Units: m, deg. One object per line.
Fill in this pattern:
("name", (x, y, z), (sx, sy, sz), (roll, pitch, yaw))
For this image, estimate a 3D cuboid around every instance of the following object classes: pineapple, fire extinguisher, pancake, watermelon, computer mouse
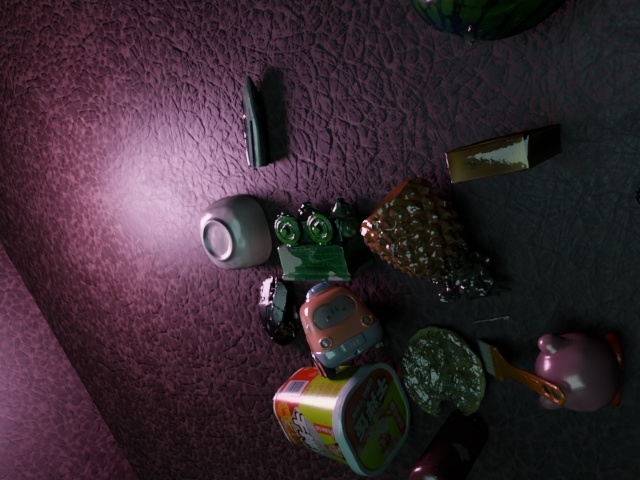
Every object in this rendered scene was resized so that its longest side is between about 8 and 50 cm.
("pineapple", (0.273, 0.028, 1.285), (0.357, 0.223, 0.223), (43, 127, -1))
("fire extinguisher", (0.309, 0.546, 1.343), (0.135, 0.337, 0.115), (9, 112, 34))
("pancake", (0.315, 0.341, 1.442), (0.253, 0.037, 0.254), (11, 106, 40))
("watermelon", (0.305, -0.528, 0.966), (0.362, 0.363, 0.364), (13, 114, 32))
("computer mouse", (-0.137, 0.226, 1.723), (0.146, 0.077, 0.242), (8, 111, 32))

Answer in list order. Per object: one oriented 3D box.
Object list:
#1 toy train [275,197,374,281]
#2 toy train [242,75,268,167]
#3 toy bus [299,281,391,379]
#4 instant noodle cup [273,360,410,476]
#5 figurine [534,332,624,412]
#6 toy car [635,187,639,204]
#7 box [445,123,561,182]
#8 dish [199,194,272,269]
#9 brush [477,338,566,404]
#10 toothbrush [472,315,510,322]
("toy train", (0.000, 0.000, 1.499), (0.265, 0.145, 0.202), (-3, 108, 37))
("toy train", (-0.183, -0.334, 1.567), (0.048, 0.055, 0.252), (10, 112, 34))
("toy bus", (0.044, 0.223, 1.475), (0.232, 0.194, 0.288), (63, 171, 10))
("instant noodle cup", (0.047, 0.482, 1.573), (0.307, 0.293, 0.294), (-7, 102, 46))
("figurine", (0.546, 0.281, 1.184), (0.173, 0.173, 0.174), (13, 114, 32))
("toy car", (0.668, -0.044, 1.045), (0.071, 0.062, 0.165), (-34, 85, 40))
("box", (0.370, -0.175, 1.101), (0.159, 0.240, 0.071), (-5, 101, 37))
("dish", (-0.279, -0.015, 1.714), (0.256, 0.117, 0.257), (13, 113, 33))
("brush", (0.442, 0.300, 1.243), (0.314, 0.017, 0.090), (-162, 55, -74))
("toothbrush", (0.415, 0.194, 1.351), (0.096, 0.006, 0.008), (-17, 100, 39))
